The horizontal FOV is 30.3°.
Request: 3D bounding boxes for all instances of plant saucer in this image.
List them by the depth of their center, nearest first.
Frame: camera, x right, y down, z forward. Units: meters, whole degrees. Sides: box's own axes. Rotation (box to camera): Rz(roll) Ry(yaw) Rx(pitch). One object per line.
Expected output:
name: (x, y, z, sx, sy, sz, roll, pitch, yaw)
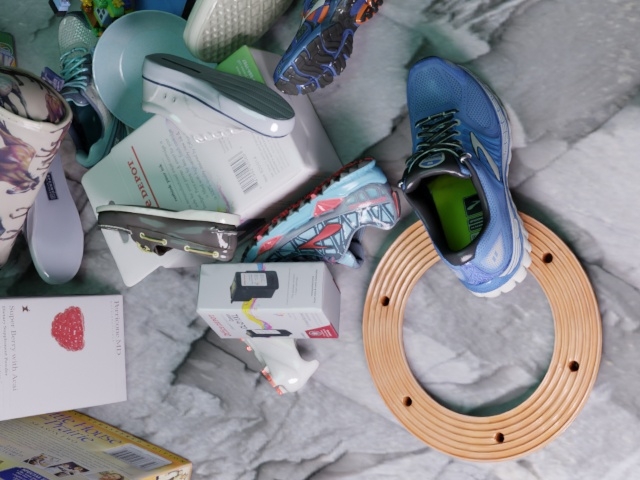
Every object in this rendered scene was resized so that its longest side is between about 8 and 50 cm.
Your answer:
plant saucer: (-0.245, -0.257, 1.788, 0.194, 0.037, 0.195, 3, 114, 6)

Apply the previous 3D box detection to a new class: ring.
ring: (0.207, 0.120, 1.544, 0.336, 0.032, 0.337, -1, 88, 32)

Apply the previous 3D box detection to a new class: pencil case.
pencil case: (-0.522, -0.084, 1.814, 0.410, 0.159, 0.184, -57, 48, 32)

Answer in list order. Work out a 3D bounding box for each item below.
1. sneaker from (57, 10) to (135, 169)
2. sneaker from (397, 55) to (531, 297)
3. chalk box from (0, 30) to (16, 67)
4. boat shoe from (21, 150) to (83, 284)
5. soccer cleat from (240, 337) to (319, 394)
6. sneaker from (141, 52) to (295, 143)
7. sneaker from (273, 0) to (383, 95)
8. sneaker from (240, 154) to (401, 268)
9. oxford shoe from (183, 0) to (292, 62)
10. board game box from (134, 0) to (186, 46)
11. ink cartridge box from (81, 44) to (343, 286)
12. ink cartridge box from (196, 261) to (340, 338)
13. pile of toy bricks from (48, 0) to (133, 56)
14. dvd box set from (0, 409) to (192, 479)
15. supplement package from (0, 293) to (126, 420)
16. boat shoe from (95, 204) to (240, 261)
sneaker: (-0.360, -0.236, 1.842, 0.110, 0.122, 0.283, -26, 76, 28)
sneaker: (0.170, -0.099, 1.479, 0.129, 0.147, 0.330, -25, 61, 23)
chalk box: (-0.630, -0.263, 1.976, 0.180, 0.179, 0.289, -13, 83, 31)
boat shoe: (-0.452, -0.050, 1.928, 0.084, 0.095, 0.258, -21, 75, 50)
soccer cleat: (-0.076, 0.136, 1.705, 0.076, 0.068, 0.196, -37, 61, -5)
sneaker: (-0.140, -0.176, 1.598, 0.258, 0.094, 0.091, 27, 120, 33)
sneaker: (0.005, -0.294, 1.633, 0.087, 0.083, 0.221, 29, 80, 44)
sneaker: (0.000, 0.000, 1.624, 0.262, 0.104, 0.125, -35, 92, 32)
oxford shoe: (-0.074, -0.457, 1.646, 0.130, 0.169, 0.449, 31, 98, 25)
board game box: (-0.230, -0.377, 1.810, 0.133, 0.033, 0.169, 54, 135, 33)
ink cartridge box: (-0.164, -0.097, 1.722, 0.353, 0.119, 0.207, -32, 74, 26)
ink cartridge box: (-0.069, 0.084, 1.620, 0.175, 0.127, 0.072, -1, 68, 12)
pile of toy bricks: (-0.334, -0.373, 1.822, 0.212, 0.118, 0.105, 58, 135, 20)
dvd box set: (-0.434, 0.338, 1.708, 0.307, 0.420, 0.062, 16, 101, 30)
supplement package: (-0.456, 0.172, 1.797, 0.175, 0.293, 0.178, -4, 87, 32)
boat shoe: (-0.217, -0.012, 1.637, 0.227, 0.081, 0.069, 5, 91, 27)
